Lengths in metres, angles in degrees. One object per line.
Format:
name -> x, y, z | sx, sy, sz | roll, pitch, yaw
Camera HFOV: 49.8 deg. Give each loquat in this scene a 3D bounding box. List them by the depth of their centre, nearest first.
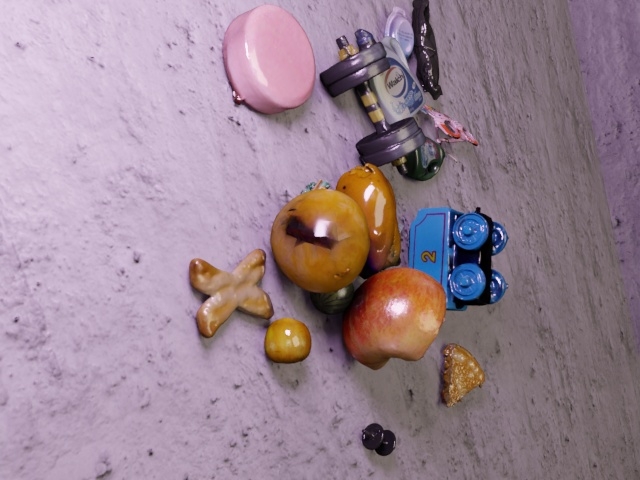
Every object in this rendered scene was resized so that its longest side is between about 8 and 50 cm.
loquat -> 0.000, 0.000, 1.555 | 0.235, 0.235, 0.235 | 10, 76, -48

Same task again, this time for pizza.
pizza -> 0.413, 0.428, 2.102 | 0.188, 0.062, 0.199 | 48, 56, -17

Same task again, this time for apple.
apple -> -0.070, 0.224, 1.541 | 0.114, 0.099, 0.102 | 4, 78, -46
apple -> 0.153, 0.172, 1.686 | 0.163, 0.293, 0.251 | 33, 56, -23

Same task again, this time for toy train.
toy train -> -0.013, -0.110, 1.685 | 0.044, 0.064, 0.103 | 55, 47, -26
toy train -> 0.383, 0.048, 1.967 | 0.188, 0.265, 0.300 | 13, 78, -52

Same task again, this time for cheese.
cheese -> 0.233, -0.571, 2.055 | 0.135, 0.052, 0.245 | -3, 94, -47

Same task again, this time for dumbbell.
dumbbell -> 0.150, 0.512, 1.771 | 0.147, 0.069, 0.069 | 39, 56, -38
dumbbell -> 0.135, -0.345, 1.782 | 0.185, 0.185, 0.388 | -39, 106, -45

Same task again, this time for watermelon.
watermelon -> 0.037, 0.119, 1.672 | 0.133, 0.105, 0.105 | -34, 110, -37

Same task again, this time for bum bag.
bum bag -> 0.319, -0.585, 2.125 | 0.142, 0.080, 0.326 | 25, 57, -85

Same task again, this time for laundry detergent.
laundry detergent -> 0.180, -0.470, 1.937 | 0.215, 0.105, 0.280 | -43, 114, -36
laundry detergent -> 0.323, -0.250, 2.104 | 0.211, 0.063, 0.137 | -8, 90, -52

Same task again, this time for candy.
candy -> -0.116, -0.411, 1.591 | 0.255, 0.094, 0.255 | 10, 76, -49

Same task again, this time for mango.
mango -> 0.123, -0.050, 1.752 | 0.152, 0.201, 0.287 | -12, 93, -7

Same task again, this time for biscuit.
biscuit -> -0.186, 0.108, 1.462 | 0.208, 0.047, 0.164 | -10, 90, -50

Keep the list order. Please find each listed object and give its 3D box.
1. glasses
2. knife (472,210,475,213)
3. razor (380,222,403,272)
glasses -> 0.401, -0.349, 2.207 | 0.255, 0.095, 0.162 | 13, 44, -48
knife -> 0.523, 0.004, 2.318 | 0.064, 0.031, 0.222 | 21, 65, -42
razor -> 0.190, 0.023, 1.924 | 0.068, 0.037, 0.191 | 27, 49, 3
